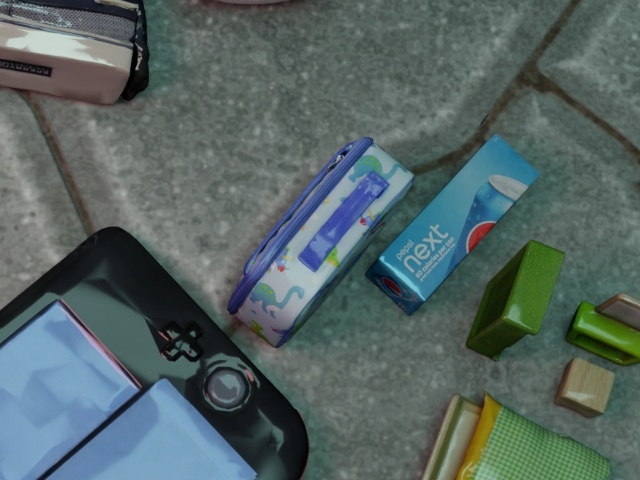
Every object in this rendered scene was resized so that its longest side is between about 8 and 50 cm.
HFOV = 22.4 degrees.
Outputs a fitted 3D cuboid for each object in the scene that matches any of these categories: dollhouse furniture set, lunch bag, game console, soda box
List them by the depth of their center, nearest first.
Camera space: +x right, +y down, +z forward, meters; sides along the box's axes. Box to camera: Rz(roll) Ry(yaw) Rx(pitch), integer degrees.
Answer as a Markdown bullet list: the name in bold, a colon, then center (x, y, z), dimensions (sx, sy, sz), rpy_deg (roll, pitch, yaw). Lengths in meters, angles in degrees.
- **game console**: center (-0.240, 0.216, 1.640), dimensions (0.386, 0.060, 0.342), rpy_deg (-41, 86, -21)
- **lunch bag**: center (0.000, 0.000, 1.698), dimensions (0.090, 0.176, 0.219), rpy_deg (39, 70, 1)
- **dollhouse furniture set**: center (0.240, 0.187, 1.707), dimensions (0.197, 0.151, 0.301), rpy_deg (24, 70, -5)
- **soda box**: center (0.147, -0.019, 1.795), dimensions (0.071, 0.067, 0.210), rpy_deg (43, 70, 3)

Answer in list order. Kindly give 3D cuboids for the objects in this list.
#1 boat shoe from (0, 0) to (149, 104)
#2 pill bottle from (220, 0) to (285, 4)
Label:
- **boat shoe**: center (-0.347, -0.258, 1.739), dimensions (0.340, 0.127, 0.158), rpy_deg (12, 64, -17)
- **pill bottle**: center (-0.079, -0.440, 1.811), dimensions (0.181, 0.181, 0.323), rpy_deg (-3, 74, -14)
